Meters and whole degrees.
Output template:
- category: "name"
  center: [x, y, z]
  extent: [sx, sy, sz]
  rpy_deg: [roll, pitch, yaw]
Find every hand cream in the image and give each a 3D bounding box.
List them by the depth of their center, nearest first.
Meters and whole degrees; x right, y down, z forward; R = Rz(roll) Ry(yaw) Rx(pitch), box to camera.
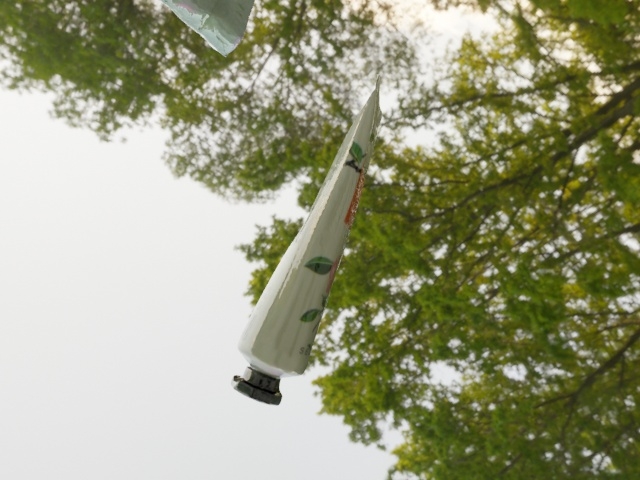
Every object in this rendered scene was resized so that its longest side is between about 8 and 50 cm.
- category: "hand cream"
  center: [0.000, 0.000, 0.426]
  extent: [0.050, 0.080, 0.233]
  rpy_deg: [22, -97, 9]

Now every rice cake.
- category: "rice cake"
  center: [-0.111, -0.299, 0.630]
  extent: [0.127, 0.043, 0.237]
  rpy_deg: [34, -133, -28]
